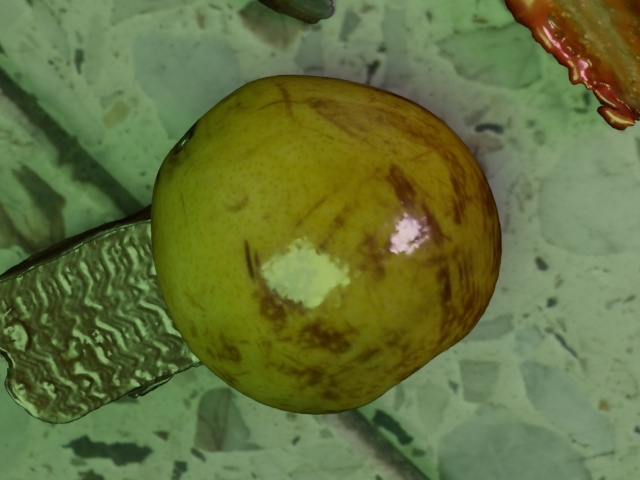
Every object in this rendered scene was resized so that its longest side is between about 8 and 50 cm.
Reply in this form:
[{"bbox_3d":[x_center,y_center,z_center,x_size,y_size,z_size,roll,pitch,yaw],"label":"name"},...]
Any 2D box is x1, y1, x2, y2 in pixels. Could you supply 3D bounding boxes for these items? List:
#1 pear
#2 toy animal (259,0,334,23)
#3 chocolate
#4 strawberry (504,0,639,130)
[{"bbox_3d":[0.000,0.000,1.397,0.280,0.281,0.281,4,107,13],"label":"pear"},{"bbox_3d":[-0.070,-0.319,1.389,0.197,0.160,0.273,11,99,4],"label":"toy animal"},{"bbox_3d":[-0.182,0.061,1.547,0.214,0.093,0.148,-22,98,18],"label":"chocolate"},{"bbox_3d":[0.223,-0.182,1.394,0.121,0.082,0.188,-18,111,38],"label":"strawberry"}]
